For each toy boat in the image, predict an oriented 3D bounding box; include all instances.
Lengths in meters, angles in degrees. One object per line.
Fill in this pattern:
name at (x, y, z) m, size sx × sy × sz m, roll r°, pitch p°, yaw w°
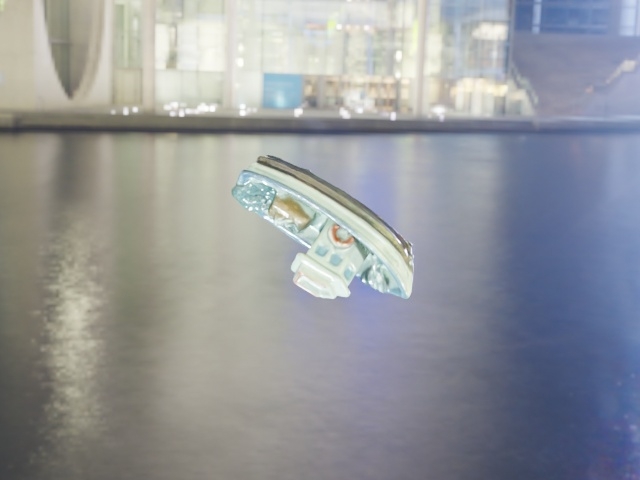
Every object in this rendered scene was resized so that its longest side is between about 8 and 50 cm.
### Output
toy boat at (0.000, 0.000, 0.648) m, size 0.140 × 0.066 × 0.059 m, roll 31°, pitch -24°, yaw 1°
